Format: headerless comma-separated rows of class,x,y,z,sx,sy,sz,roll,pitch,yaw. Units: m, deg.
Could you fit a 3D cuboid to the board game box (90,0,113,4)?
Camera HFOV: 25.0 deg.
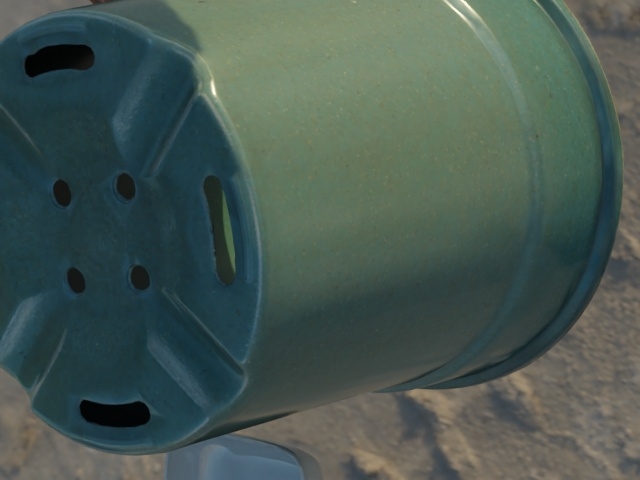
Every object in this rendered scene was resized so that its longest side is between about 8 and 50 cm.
board game box,-0.282,-0.376,1.556,0.145,0.281,0.027,-23,29,44

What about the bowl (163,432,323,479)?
bowl,-0.052,0.216,1.112,0.142,0.053,0.142,5,97,35

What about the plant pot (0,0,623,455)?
plant pot,-0.032,-0.030,0.923,0.341,0.334,0.341,8,104,35
